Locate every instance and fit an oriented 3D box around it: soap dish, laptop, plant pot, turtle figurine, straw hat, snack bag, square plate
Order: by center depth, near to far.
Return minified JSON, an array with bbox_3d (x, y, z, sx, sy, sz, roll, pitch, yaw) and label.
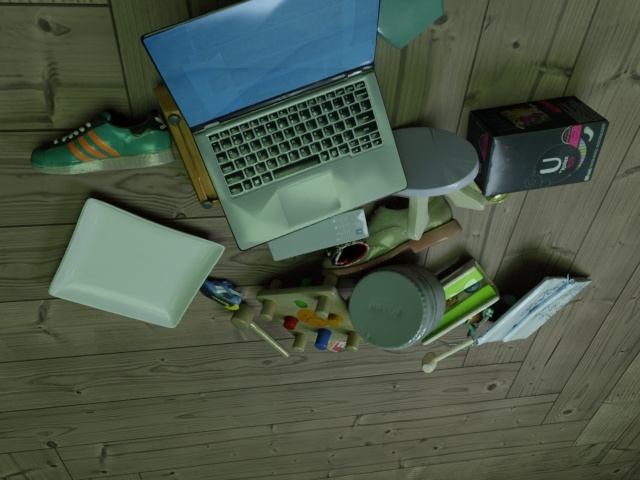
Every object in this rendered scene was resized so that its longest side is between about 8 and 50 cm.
[{"bbox_3d":[-0.037,-0.201,0.889,0.381,0.236,0.408,-21,106,-4],"label":"laptop"},{"bbox_3d":[0.109,-0.480,0.899,0.165,0.166,0.234,-36,134,18],"label":"plant pot"},{"bbox_3d":[-0.200,-0.211,1.080,0.228,0.118,0.291,-13,131,0],"label":"soap dish"},{"bbox_3d":[-0.479,0.068,1.303,0.347,0.049,0.344,22,121,-26],"label":"square plate"},{"bbox_3d":[0.463,-0.132,1.313,0.144,0.061,0.145,-6,130,-7],"label":"straw hat"},{"bbox_3d":[0.682,0.224,1.588,0.342,0.037,0.323,6,131,-45],"label":"snack bag"},{"bbox_3d":[0.509,0.247,1.600,0.234,0.118,0.175,-16,144,-17],"label":"turtle figurine"}]

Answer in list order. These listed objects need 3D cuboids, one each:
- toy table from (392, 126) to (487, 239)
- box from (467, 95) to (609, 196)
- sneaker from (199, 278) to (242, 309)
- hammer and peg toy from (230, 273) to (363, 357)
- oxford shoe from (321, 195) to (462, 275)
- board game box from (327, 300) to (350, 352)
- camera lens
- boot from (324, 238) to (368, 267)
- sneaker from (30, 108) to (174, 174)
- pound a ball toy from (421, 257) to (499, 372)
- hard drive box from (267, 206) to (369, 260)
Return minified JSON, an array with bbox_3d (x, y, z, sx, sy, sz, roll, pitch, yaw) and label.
[{"bbox_3d":[0.244,-0.146,1.162,0.252,0.274,0.161,-51,139,-11],"label":"toy table"},{"bbox_3d":[0.502,-0.225,1.190,0.270,0.143,0.165,-9,130,-3],"label":"box"},{"bbox_3d":[-0.284,0.138,1.402,0.144,0.059,0.053,34,144,-13],"label":"sneaker"},{"bbox_3d":[-0.060,0.221,1.443,0.361,0.127,0.266,-9,137,32],"label":"hammer and peg toy"},{"bbox_3d":[0.165,-0.014,1.334,0.396,0.140,0.147,-23,89,20],"label":"oxford shoe"},{"bbox_3d":[0.097,0.257,1.583,0.124,0.039,0.259,34,113,-33],"label":"board game box"},{"bbox_3d":[0.214,0.173,1.358,0.219,0.219,0.274,-36,165,18],"label":"camera lens"},{"bbox_3d":[0.000,-0.002,1.252,0.236,0.179,0.085,-21,130,5],"label":"boot"},{"bbox_3d":[-0.464,-0.212,1.051,0.302,0.108,0.121,-5,111,1],"label":"sneaker"},{"bbox_3d":[0.395,0.228,1.527,0.319,0.136,0.208,-38,90,20],"label":"pound a ball toy"},{"bbox_3d":[-0.019,-0.065,1.197,0.232,0.181,0.089,-16,130,1],"label":"hard drive box"}]
